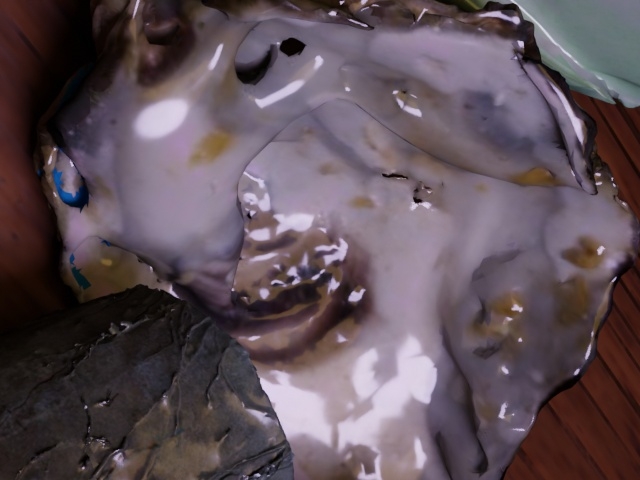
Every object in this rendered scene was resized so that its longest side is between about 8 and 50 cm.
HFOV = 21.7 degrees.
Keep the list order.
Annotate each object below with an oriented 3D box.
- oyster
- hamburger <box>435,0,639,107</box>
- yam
[{"bbox_3d":[0.000,0.000,0.596,0.214,0.083,0.223,19,116,-5],"label":"oyster"},{"bbox_3d":[0.058,-0.135,0.581,0.125,0.214,0.235,-67,153,-21],"label":"hamburger"},{"bbox_3d":[-0.111,0.085,0.527,0.183,0.107,0.107,-22,106,-29],"label":"yam"}]
